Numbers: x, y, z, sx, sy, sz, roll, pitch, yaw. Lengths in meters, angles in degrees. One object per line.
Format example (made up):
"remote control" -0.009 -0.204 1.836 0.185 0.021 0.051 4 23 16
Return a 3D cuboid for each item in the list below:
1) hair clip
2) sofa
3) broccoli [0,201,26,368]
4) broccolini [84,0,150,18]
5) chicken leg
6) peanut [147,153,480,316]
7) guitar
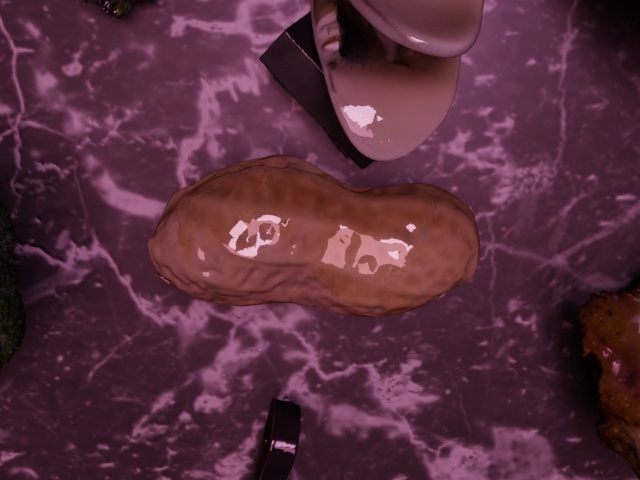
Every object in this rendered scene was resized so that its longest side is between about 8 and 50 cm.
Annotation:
"hair clip" 0.076 -0.216 0.528 0.173 0.113 0.282 11 63 -12
"sofa" 0.019 -0.149 0.580 0.147 0.085 0.060 45 139 -10
"broccoli" -0.415 0.030 0.497 0.321 0.283 0.303 39 114 19
"broccolini" -0.146 -0.287 0.537 0.203 0.068 0.091 -38 116 6
"chicken leg" 0.358 0.069 0.595 0.212 0.140 0.361 7 91 -23
"peanut" 0.000 0.000 0.570 0.313 0.149 0.149 9 101 -3
"guitar" -0.074 0.304 0.665 0.038 0.084 0.271 17 107 -6
